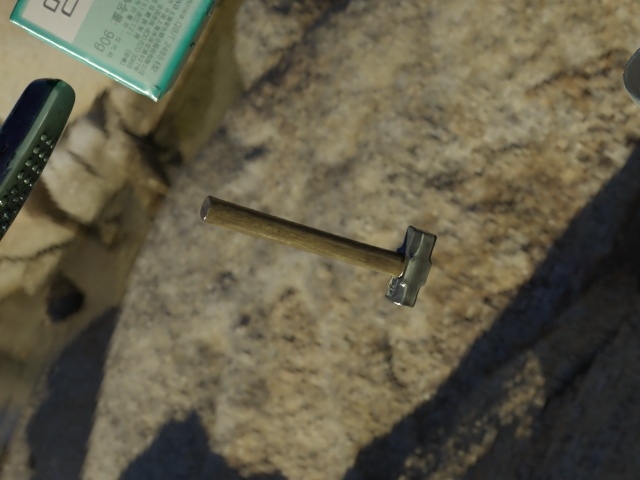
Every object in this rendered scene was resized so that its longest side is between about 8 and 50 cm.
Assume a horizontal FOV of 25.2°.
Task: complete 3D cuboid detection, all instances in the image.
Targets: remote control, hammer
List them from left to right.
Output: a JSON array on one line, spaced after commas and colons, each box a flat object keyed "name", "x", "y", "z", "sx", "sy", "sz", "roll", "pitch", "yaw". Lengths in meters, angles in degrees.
[{"name": "remote control", "x": -0.288, "y": -0.049, "z": 1.291, "sx": 0.222, "sy": 0.042, "sz": 0.072, "roll": -61, "pitch": -10, "yaw": -7}, {"name": "hammer", "x": 0.000, "y": 0.000, "z": 1.943, "sx": 0.043, "sy": 0.365, "sz": 0.111, "roll": 29, "pitch": 101, "yaw": 57}]

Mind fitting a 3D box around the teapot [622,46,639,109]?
[{"name": "teapot", "x": 0.386, "y": -0.122, "z": 1.332, "sx": 0.162, "sy": 0.149, "sz": 0.239, "roll": -11, "pitch": 34, "yaw": 32}]

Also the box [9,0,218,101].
[{"name": "box", "x": -0.147, "y": -0.264, "z": 1.260, "sx": 0.245, "sy": 0.153, "sz": 0.092, "roll": -60, "pitch": 5, "yaw": 8}]
